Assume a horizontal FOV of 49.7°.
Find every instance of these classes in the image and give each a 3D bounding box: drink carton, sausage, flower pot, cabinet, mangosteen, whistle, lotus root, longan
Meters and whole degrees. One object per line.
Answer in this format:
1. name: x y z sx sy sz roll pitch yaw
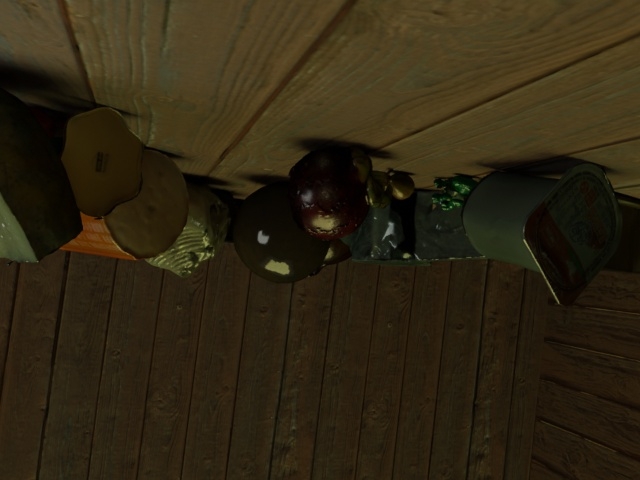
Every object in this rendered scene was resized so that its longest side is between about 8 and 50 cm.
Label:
1. drink carton: 0.353 -0.027 1.124 0.185 0.191 0.189 50 164 -24
2. sausage: -0.459 -0.085 1.468 0.287 0.233 0.233 7 178 33
3. flower pot: -0.342 -0.077 2.072 0.235 0.148 0.235 7 -179 0
4. cabinet: 0.521 -0.011 1.388 0.174 0.148 0.215 9 177 -35
5. mangosteen: 0.032 -0.085 1.163 0.180 0.166 0.166 -20 173 7
6. whistle: 0.215 -0.031 1.565 0.188 0.168 0.404 8 173 -40
7. lotus root: -0.468 -0.113 0.936 0.267 0.260 0.149 -1 -152 34
8. longan: -0.090 -0.020 1.690 0.258 0.258 0.258 7 177 0

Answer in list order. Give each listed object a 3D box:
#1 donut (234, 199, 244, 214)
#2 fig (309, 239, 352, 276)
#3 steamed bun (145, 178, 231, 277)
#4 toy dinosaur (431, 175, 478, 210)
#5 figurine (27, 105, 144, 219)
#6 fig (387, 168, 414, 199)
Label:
1. donut: -0.288 -0.088 2.327 0.235 0.089 0.235 7 176 0
2. fig: 0.005 -0.017 2.053 0.235 0.215 0.235 -18 180 0
3. steamed bun: -0.380 -0.069 1.856 0.280 0.268 0.207 26 -140 -2
4. toy dinosaur: 0.275 -0.092 1.333 0.132 0.059 0.096 20 163 -41
5. figurine: -0.432 -0.136 1.117 0.257 0.181 0.208 6 -143 41
6. fig: 0.148 -0.113 1.329 0.050 0.050 0.083 4 159 37
